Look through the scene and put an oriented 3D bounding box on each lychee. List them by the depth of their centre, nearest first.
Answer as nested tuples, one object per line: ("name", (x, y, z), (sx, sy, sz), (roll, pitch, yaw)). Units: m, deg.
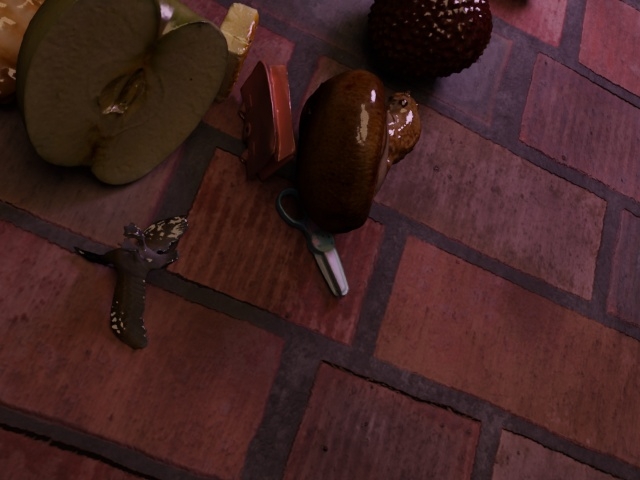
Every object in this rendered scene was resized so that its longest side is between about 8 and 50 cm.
("lychee", (0.256, -0.505, 1.726), (0.305, 0.276, 0.275), (-27, 83, -2))

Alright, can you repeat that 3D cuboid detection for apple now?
("apple", (-0.365, -0.283, 1.344), (0.320, 0.311, 0.360), (33, 106, -12))

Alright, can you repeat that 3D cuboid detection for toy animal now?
("toy animal", (-0.348, 0.024, 1.374), (0.197, 0.160, 0.272), (25, 58, -11))

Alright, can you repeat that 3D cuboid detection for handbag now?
("handbag", (-0.116, -0.244, 1.541), (0.059, 0.157, 0.212), (3, 72, -30))

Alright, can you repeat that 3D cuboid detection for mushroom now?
("mushroom", (0.083, -0.192, 1.509), (0.260, 0.345, 0.345), (3, 70, -2))

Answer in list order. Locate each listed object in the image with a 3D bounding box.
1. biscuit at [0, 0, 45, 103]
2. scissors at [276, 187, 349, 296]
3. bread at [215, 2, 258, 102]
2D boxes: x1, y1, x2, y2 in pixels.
("biscuit", (-0.618, -0.405, 1.422), (0.326, 0.107, 0.325), (7, 73, -23))
("scissors", (0.000, 0.000, 1.575), (0.125, 0.030, 0.256), (-17, 78, -29))
("bread", (-0.185, -0.384, 1.544), (0.068, 0.188, 0.125), (23, 64, -8))
